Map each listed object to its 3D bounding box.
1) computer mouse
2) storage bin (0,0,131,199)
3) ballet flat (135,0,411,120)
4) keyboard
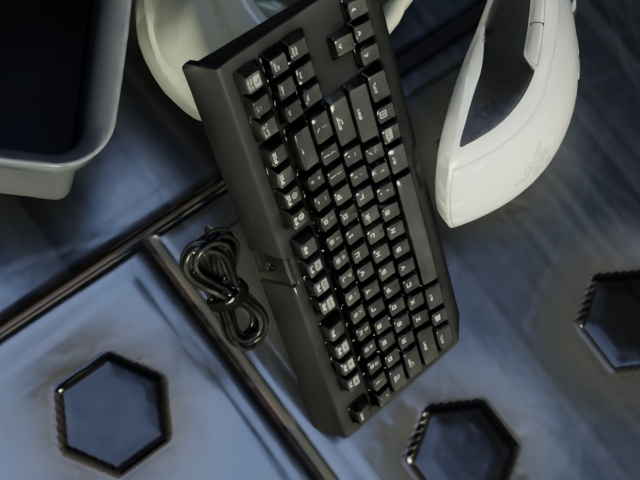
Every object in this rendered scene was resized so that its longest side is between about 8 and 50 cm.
[{"bbox_3d":[0.093,-0.088,0.557,0.042,0.106,0.193,13,66,14],"label":"computer mouse"},{"bbox_3d":[-0.126,-0.080,0.523,0.098,0.091,0.135,6,72,-10],"label":"storage bin"},{"bbox_3d":[0.056,-0.222,0.539,0.139,0.139,0.400,27,83,-3],"label":"ballet flat"},{"bbox_3d":[0.000,0.000,0.498,0.108,0.180,0.023,-34,39,-19],"label":"keyboard"}]
